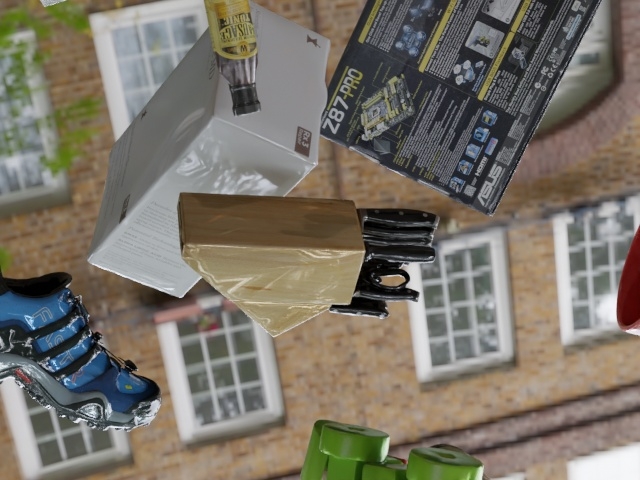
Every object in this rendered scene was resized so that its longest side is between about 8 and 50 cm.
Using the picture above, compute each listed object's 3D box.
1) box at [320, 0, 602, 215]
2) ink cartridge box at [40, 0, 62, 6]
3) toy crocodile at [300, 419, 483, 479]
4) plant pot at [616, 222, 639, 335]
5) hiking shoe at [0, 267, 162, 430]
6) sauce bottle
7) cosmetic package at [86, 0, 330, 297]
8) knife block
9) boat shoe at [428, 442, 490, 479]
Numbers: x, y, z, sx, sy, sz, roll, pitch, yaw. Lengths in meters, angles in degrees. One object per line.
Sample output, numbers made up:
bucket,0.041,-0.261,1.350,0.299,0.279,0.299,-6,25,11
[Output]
box,0.205,-0.278,2.024,0.318,0.395,0.097,24,-164,0
ink cartridge box,-0.312,-0.373,1.773,0.135,0.056,0.099,-13,-141,17
toy crocodile,0.080,0.236,1.204,0.105,0.115,0.340,7,-179,-33
plant pot,0.619,0.053,2.047,0.243,0.275,0.275,19,-153,-2
hiking shoe,-0.267,0.105,1.380,0.304,0.132,0.113,30,176,-42
sauce bottle,-0.077,-0.178,1.212,0.042,0.128,0.042,-12,-170,2
cosmetic package,-0.150,-0.113,1.755,0.156,0.385,0.217,22,-130,-22
knife block,0.000,0.000,1.566,0.242,0.275,0.088,-30,-137,18
boat shoe,0.233,0.385,1.659,0.122,0.324,0.120,-51,-158,-3
